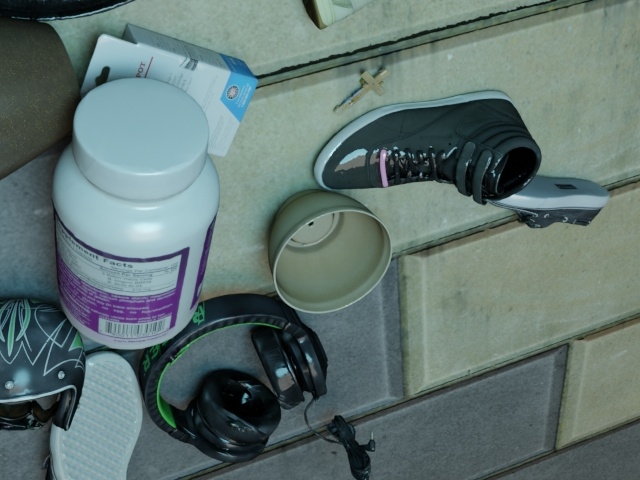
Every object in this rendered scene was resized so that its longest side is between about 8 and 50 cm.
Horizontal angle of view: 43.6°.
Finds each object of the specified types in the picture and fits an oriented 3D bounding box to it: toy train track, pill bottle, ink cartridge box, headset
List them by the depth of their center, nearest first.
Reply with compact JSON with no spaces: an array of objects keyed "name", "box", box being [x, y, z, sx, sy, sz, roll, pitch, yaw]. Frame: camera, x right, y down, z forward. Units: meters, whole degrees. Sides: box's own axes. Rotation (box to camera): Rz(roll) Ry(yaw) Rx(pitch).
[{"name":"pill bottle","box":[-0.198,-0.023,0.856,0.169,0.169,0.301,-6,146,-20]},{"name":"ink cartridge box","box":[-0.174,-0.168,0.882,0.180,0.060,0.104,12,119,-31]},{"name":"toy train track","box":[0.050,-0.188,1.001,0.083,0.014,0.048,-38,138,14]},{"name":"headset","box":[-0.072,0.231,1.144,0.243,0.185,0.394,-44,133,11]}]

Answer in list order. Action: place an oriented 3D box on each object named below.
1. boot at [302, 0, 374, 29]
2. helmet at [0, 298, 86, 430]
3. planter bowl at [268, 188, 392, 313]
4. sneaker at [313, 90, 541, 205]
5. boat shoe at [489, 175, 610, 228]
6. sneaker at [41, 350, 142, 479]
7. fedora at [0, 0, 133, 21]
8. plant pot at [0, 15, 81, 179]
[{"name":"boot","box":[0.048,-0.343,0.842,0.165,0.077,0.213,-21,136,-8]},{"name":"helmet","box":[-0.362,0.150,0.962,0.169,0.169,0.162,-7,131,-19]},{"name":"planter bowl","box":[0.000,0.000,1.054,0.162,0.109,0.162,-12,128,-16]},{"name":"sneaker","box":[0.146,-0.103,1.019,0.295,0.147,0.105,-16,131,-11]},{"name":"boat shoe","box":[0.330,-0.052,1.193,0.228,0.080,0.076,-2,124,-32]},{"name":"sneaker","box":[-0.330,0.302,1.135,0.126,0.127,0.321,-1,100,-31]},{"name":"fedora","box":[-0.229,-0.316,0.686,0.334,0.152,0.334,-12,128,-16]},{"name":"plant pot","box":[-0.356,-0.129,0.756,0.230,0.215,0.215,-22,132,-28]}]
